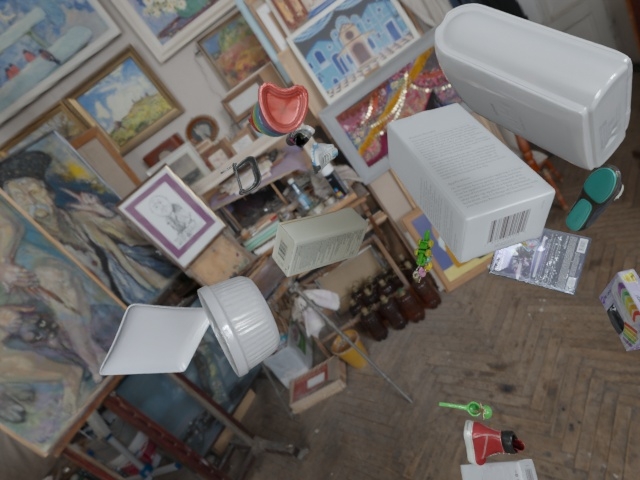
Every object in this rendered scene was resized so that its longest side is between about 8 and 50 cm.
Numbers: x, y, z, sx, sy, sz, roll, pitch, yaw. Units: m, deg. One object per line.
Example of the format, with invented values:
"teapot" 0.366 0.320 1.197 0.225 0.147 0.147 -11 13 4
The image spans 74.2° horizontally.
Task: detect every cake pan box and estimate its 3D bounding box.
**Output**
"cake pan box" 1.204 0.276 1.647 0.070 0.267 0.246 -12 59 10

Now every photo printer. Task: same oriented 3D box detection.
"photo printer" 0.336 -0.258 0.705 0.307 0.256 0.107 44 105 33

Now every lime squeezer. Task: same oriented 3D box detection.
"lime squeezer" 0.641 0.703 1.768 0.110 0.310 0.059 -5 66 60

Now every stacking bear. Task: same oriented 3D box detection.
"stacking bear" -0.176 -0.456 1.535 0.175 0.164 0.289 -4 9 -23

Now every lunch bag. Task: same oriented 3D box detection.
"lunch bag" 0.621 -0.019 1.282 0.053 0.083 0.071 -44 1 32

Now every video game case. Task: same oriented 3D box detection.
"video game case" 0.739 0.053 1.442 0.274 0.196 0.026 15 9 23

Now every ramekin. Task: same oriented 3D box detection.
"ramekin" -0.173 0.176 0.916 0.109 0.207 0.207 -26 18 -21

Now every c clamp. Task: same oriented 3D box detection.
"c clamp" -0.255 -0.209 1.396 0.137 0.022 0.161 -36 56 13

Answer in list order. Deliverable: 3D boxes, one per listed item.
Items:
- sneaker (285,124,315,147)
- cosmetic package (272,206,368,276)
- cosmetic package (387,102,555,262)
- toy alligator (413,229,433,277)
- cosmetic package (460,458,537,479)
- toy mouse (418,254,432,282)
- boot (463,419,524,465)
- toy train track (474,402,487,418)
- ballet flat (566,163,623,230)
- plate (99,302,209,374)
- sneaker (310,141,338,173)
"sneaker" -0.096 -0.415 1.732 0.170 0.063 0.075 -7 49 50
"cosmetic package" 0.000 0.000 1.470 0.309 0.160 0.113 -15 47 -35
"cosmetic package" 0.370 -0.175 1.142 0.230 0.162 0.453 -17 46 -5
"toy alligator" 0.384 0.056 1.574 0.056 0.051 0.190 7 76 43
"cosmetic package" 0.635 0.836 1.515 0.231 0.117 0.086 -29 53 40
"toy mouse" 0.501 0.122 2.018 0.031 0.143 0.161 22 78 29
"boot" 0.582 0.695 1.408 0.176 0.244 0.088 1 44 28
"toy train track" 0.502 0.533 1.323 0.014 0.083 0.048 -4 65 -4
"ballet flat" 0.608 -0.098 0.926 0.074 0.203 0.074 -2 55 3
"plate" -0.502 0.300 1.313 0.045 0.278 0.277 48 115 41
"sneaker" 0.014 -0.274 1.356 0.082 0.071 0.191 -5 33 8
